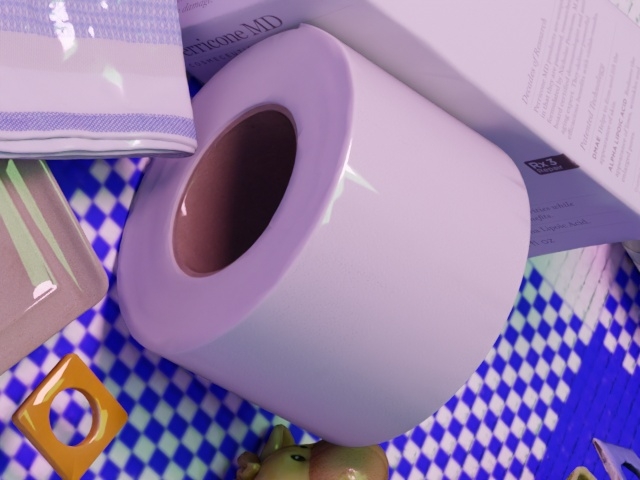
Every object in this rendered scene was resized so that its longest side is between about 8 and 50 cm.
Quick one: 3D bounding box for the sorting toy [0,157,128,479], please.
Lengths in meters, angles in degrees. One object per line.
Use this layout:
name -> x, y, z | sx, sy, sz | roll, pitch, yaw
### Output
sorting toy -> -0.250, 0.009, 1.224 | 0.196, 0.047, 0.347 | -37, 107, -37

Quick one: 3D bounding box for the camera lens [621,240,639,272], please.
camera lens -> 0.413, 0.028, 1.732 | 0.219, 0.219, 0.274 | -49, 115, -38

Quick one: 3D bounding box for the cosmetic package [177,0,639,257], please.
cosmetic package -> 0.083, -0.138, 1.456 | 0.385, 0.217, 0.156 | 31, 61, -34

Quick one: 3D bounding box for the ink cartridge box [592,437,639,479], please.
ink cartridge box -> 0.266, 0.350, 1.457 | 0.270, 0.151, 0.395 | 22, 66, -62

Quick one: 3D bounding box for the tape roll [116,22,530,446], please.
tape roll -> 0.000, 0.000, 1.318 | 0.169, 0.246, 0.246 | 31, 61, -32

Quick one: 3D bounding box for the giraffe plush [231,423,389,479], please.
giraffe plush -> 0.016, 0.210, 1.381 | 0.210, 0.181, 0.170 | -35, 97, -6

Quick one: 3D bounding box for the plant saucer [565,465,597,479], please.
plant saucer -> 0.221, 0.317, 1.608 | 0.188, 0.045, 0.188 | 47, 53, -27

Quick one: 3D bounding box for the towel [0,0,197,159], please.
towel -> -0.177, -0.189, 1.270 | 0.209, 0.034, 0.285 | -1, 81, -43
